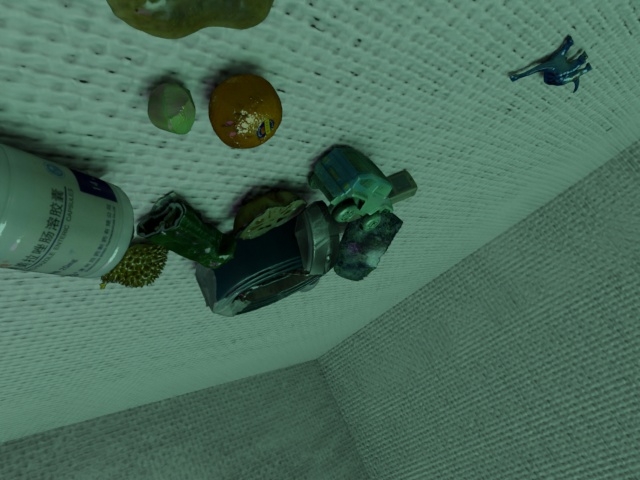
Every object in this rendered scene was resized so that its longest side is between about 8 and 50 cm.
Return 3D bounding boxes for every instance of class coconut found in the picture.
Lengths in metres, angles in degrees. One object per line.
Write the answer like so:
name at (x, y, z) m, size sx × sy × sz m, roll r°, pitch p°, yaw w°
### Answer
coconut at (-0.249, -0.224, 0.790) m, size 0.082 × 0.081 × 0.083 m, roll -50°, pitch 147°, yaw -21°

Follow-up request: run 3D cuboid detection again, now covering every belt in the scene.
belt at (-0.153, 0.080, 1.431) m, size 0.437 × 0.173 × 0.300 m, roll -18°, pitch 154°, yaw -22°

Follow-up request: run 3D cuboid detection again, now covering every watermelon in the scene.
watermelon at (0.165, 0.009, 1.568) m, size 0.226 × 0.148 × 0.318 m, roll -40°, pitch 154°, yaw -58°

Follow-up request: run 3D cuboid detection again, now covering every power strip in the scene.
power strip at (0.176, -0.136, 1.441) m, size 0.272 × 0.078 × 0.052 m, roll -22°, pitch 157°, yaw -9°

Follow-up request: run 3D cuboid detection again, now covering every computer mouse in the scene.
computer mouse at (0.003, 0.000, 1.284) m, size 0.126 × 0.071 × 0.231 m, roll -29°, pitch 124°, yaw -35°

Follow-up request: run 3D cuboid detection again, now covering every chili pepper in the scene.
chili pepper at (-0.302, -0.001, 1.163) m, size 0.136 × 0.099 × 0.270 m, roll -38°, pitch 150°, yaw 10°

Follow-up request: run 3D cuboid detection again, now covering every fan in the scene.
fan at (-0.355, -0.048, 1.147) m, size 0.131 × 0.009 × 0.240 m, roll -20°, pitch 157°, yaw -13°

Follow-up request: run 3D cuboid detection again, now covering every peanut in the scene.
peanut at (-0.165, -0.328, 0.622) m, size 0.237 × 0.110 × 0.120 m, roll -18°, pitch 136°, yaw -38°

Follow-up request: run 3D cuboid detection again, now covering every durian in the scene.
durian at (-0.481, 0.080, 1.181) m, size 0.208 × 0.102 × 0.146 m, roll -27°, pitch 164°, yaw 12°

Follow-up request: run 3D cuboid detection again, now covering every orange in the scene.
orange at (-0.137, -0.233, 0.842) m, size 0.135 × 0.117 × 0.135 m, roll -45°, pitch 169°, yaw -11°

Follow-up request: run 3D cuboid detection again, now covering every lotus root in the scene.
lotus root at (-0.142, -0.081, 1.226) m, size 0.204 × 0.077 × 0.183 m, roll -31°, pitch 169°, yaw 21°

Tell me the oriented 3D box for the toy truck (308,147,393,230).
toy truck at (0.094, -0.137, 1.260) m, size 0.156 × 0.155 × 0.279 m, roll -44°, pitch 153°, yaw 19°

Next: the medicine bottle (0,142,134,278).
medicine bottle at (-0.494, -0.050, 0.755) m, size 0.190 × 0.189 × 0.332 m, roll -33°, pitch 157°, yaw 16°

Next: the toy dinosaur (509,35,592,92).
toy dinosaur at (0.658, -0.460, 1.265) m, size 0.329 × 0.076 × 0.144 m, roll -7°, pitch 157°, yaw -35°

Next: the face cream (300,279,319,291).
face cream at (-0.059, 0.127, 1.703) m, size 0.117 × 0.117 × 0.104 m, roll -18°, pitch 175°, yaw -20°
